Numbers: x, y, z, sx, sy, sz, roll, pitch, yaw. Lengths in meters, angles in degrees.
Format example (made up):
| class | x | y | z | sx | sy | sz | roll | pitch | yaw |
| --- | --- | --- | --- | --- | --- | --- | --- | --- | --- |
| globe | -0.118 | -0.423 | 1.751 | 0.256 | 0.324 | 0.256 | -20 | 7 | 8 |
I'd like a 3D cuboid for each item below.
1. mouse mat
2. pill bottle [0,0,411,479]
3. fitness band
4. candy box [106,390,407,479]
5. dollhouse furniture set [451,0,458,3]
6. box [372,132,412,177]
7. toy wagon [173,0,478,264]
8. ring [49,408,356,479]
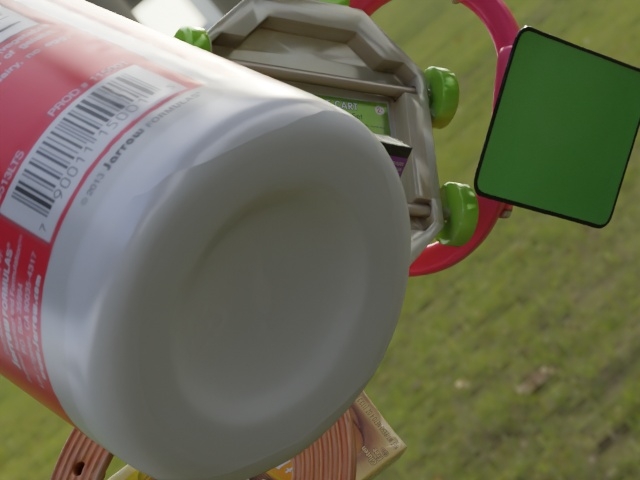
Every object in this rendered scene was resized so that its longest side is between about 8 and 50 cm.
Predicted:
| class | x | y | z | sx | sy | sz | roll | pitch | yaw |
| --- | --- | --- | --- | --- | --- | --- | --- | --- | --- |
| mouse mat | 0.217 | -0.097 | 1.554 | 0.007 | 0.190 | 0.152 | 20 | 95 | 50 |
| pill bottle | -0.157 | -0.030 | 1.076 | 0.229 | 0.229 | 0.408 | -42 | 43 | -21 |
| fitness band | 0.084 | -0.111 | 1.611 | 0.054 | 0.209 | 0.290 | 2 | -84 | -72 |
| candy box | -0.078 | 0.273 | 2.070 | 0.316 | 0.183 | 0.087 | -35 | -12 | -14 |
| dollhouse furniture set | 0.043 | -0.490 | 2.130 | 0.174 | 0.303 | 0.355 | -19 | -39 | -4 |
| box | 0.000 | 0.000 | 1.215 | 0.116 | 0.029 | 0.162 | 4 | -69 | -61 |
| toy wagon | -0.004 | -0.121 | 1.526 | 0.267 | 0.344 | 0.068 | 7 | -27 | -27 |
| ring | -0.107 | 0.224 | 1.496 | 0.337 | 0.032 | 0.336 | -19 | 55 | 30 |
